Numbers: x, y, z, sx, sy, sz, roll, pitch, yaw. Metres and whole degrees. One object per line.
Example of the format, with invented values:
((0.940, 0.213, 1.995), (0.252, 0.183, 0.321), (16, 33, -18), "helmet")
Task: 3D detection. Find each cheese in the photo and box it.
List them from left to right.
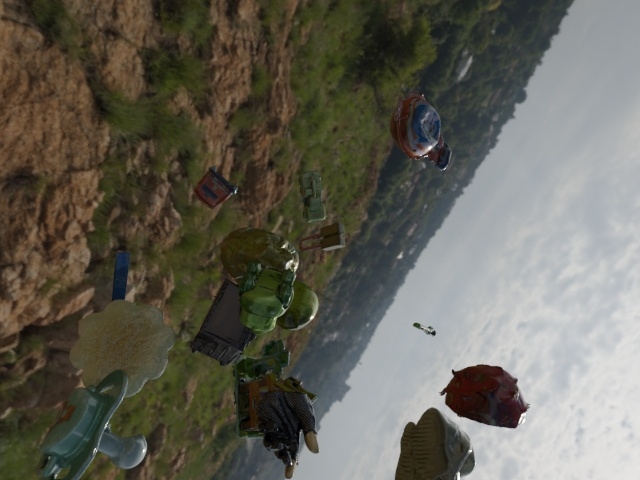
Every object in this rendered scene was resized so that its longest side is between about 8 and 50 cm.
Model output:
((0.333, -0.346, 1.493), (0.329, 0.129, 0.216), (31, 72, -43), "cheese")

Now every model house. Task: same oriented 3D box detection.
((-0.162, 0.596, 1.862), (0.242, 0.313, 0.357), (38, 38, -52), "model house")

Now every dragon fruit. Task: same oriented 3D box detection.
((0.506, 0.468, 1.409), (0.126, 0.274, 0.161), (4, 94, -73), "dragon fruit")

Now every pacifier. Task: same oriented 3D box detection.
((-0.606, 0.542, 1.254), (0.288, 0.269, 0.343), (-22, -146, 35), "pacifier")

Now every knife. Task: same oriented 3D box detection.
((0.267, 0.224, 1.157), (0.184, 0.022, 0.026), (31, 56, -58), "knife")

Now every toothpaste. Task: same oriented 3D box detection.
((-0.775, 0.178, 1.769), (0.066, 0.053, 0.272), (-162, -102, -67), "toothpaste")

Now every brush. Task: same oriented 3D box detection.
((0.000, 0.000, 2.029), (0.047, 0.233, 0.103), (22, 59, -50), "brush")

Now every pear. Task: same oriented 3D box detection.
((-0.100, 0.250, 1.716), (0.187, 0.187, 0.219), (-63, -156, 19), "pear")

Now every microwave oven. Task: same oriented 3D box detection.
((-0.333, 0.303, 1.669), (0.178, 0.188, 0.247), (-46, -161, 46), "microwave oven")

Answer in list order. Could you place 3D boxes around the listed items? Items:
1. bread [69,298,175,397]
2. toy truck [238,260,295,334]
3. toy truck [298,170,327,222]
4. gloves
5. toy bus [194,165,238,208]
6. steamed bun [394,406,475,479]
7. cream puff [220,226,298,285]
((-0.624, 0.332, 1.449), (0.316, 0.316, 0.054), (-54, -179, -26), "bread")
((-0.156, 0.170, 1.238), (0.187, 0.148, 0.210), (-154, -100, -87), "toy truck")
((-0.026, -0.163, 1.680), (0.116, 0.085, 0.191), (-167, -110, -81), "toy truck")
((-0.079, 0.432, 1.009), (0.106, 0.129, 0.180), (-43, -146, 37), "gloves")
((-0.376, -0.176, 1.610), (0.120, 0.121, 0.265), (-48, -167, -7), "toy bus")
((0.490, 0.891, 1.883), (0.342, 0.255, 0.367), (133, -26, -56), "steamed bun")
((-0.265, 0.117, 1.981), (0.378, 0.378, 0.275), (86, 19, -72), "cream puff")
